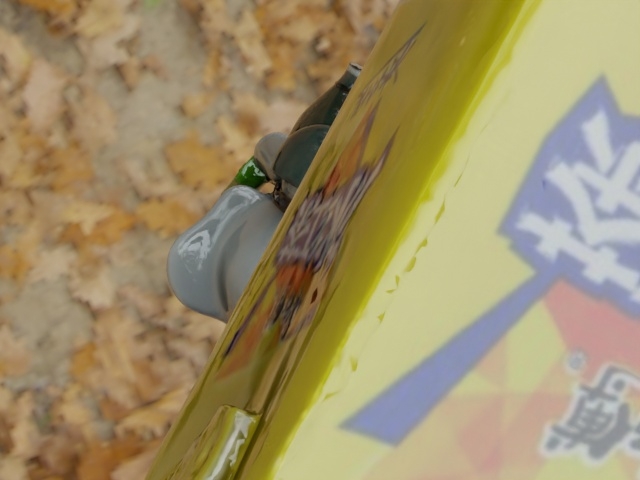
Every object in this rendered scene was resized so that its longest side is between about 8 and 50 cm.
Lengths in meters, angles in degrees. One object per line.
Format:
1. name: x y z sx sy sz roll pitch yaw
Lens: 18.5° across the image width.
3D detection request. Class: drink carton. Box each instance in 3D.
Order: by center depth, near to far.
1. drink carton: 0.102 -0.037 0.458 0.154 0.111 0.351 30 82 -12

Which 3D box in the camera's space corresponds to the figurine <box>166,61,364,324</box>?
1. figurine: 0.000 0.000 1.082 0.147 0.192 0.126 27 7 9
